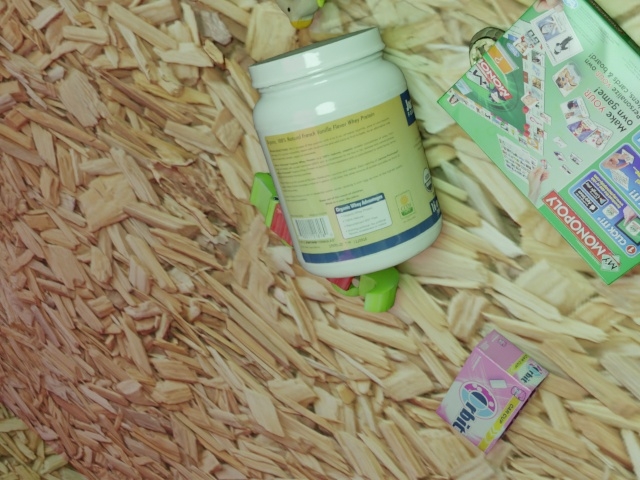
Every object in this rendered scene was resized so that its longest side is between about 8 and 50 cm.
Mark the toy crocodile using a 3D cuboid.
[{"bbox_3d":[0.000,0.000,1.370,0.340,0.105,0.115,40,135,20],"label":"toy crocodile"}]

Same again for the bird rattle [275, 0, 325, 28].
[{"bbox_3d":[-0.045,-0.419,1.143,0.253,0.143,0.207,56,152,15],"label":"bird rattle"}]

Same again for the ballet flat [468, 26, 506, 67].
[{"bbox_3d":[0.262,-0.162,1.057,0.084,0.058,0.249,-21,98,49],"label":"ballet flat"}]

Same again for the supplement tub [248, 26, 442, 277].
[{"bbox_3d":[0.034,-0.128,1.169,0.228,0.228,0.316,-1,112,44],"label":"supplement tub"}]

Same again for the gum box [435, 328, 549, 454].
[{"bbox_3d":[0.268,0.247,1.288,0.107,0.062,0.188,39,135,21],"label":"gum box"}]

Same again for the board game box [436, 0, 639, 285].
[{"bbox_3d":[0.323,-0.128,0.973,0.317,0.046,0.213,48,124,5],"label":"board game box"}]
